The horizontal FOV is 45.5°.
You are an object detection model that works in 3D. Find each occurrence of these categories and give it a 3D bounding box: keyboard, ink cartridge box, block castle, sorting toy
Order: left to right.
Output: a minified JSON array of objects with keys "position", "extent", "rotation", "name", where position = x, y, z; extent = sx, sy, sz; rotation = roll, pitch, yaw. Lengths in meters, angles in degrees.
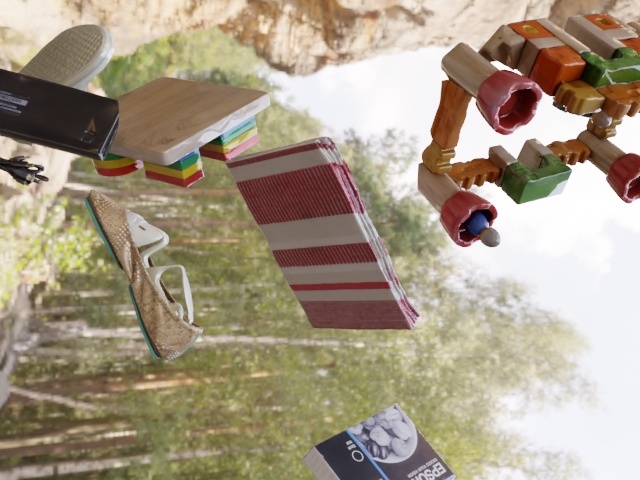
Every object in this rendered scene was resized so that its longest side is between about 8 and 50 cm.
[{"position":[-0.459,-0.167,1.084],"extent":[0.033,0.317,0.201],"rotation":[108,-4,-50],"name":"keyboard"},{"position":[-0.257,-0.180,1.287],"extent":[0.255,0.257,0.089],"rotation":[15,-52,32],"name":"sorting toy"},{"position":[0.110,0.369,1.168],"extent":[0.208,0.206,0.045],"rotation":[49,-52,24],"name":"ink cartridge box"},{"position":[0.397,-0.171,1.221],"extent":[0.213,0.453,0.303],"rotation":[54,-34,39],"name":"block castle"}]

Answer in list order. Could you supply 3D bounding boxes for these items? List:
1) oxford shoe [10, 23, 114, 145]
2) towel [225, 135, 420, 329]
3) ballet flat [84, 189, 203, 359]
[{"position":[-0.579,-0.335,1.688],"extent":[0.449,0.130,0.169],"rotation":[-23,-127,37],"name":"oxford shoe"},{"position":[0.000,0.000,1.192],"extent":[0.237,0.037,0.329],"rotation":[-6,-62,47],"name":"towel"},{"position":[-0.188,0.028,0.841],"extent":[0.073,0.067,0.206],"rotation":[119,-55,-89],"name":"ballet flat"}]
